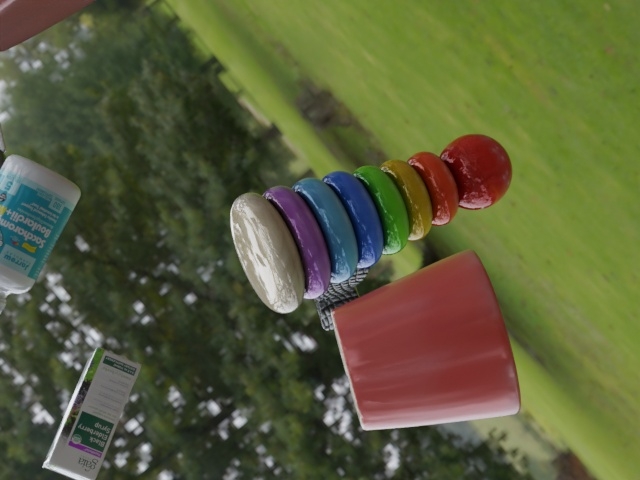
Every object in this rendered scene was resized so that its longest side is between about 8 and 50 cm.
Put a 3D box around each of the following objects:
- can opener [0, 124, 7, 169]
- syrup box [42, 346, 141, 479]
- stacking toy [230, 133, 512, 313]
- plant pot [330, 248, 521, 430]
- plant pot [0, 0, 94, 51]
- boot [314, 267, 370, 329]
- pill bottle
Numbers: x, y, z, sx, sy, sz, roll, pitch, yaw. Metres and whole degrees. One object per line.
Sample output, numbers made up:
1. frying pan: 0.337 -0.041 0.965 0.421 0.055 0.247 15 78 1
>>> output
1. can opener: -0.628 -0.134 2.193 0.093 0.074 0.280 62 -179 -45
2. syrup box: -0.432 0.332 2.144 0.093 0.237 0.096 25 157 -13
3. stacking toy: 0.069 -0.040 1.291 0.141 0.330 0.141 54 157 35
4. plant pot: 0.155 0.170 1.766 0.275 0.243 0.275 165 90 -89
5. plant pot: -0.309 -0.312 1.035 0.267 0.235 0.267 47 -164 -2
6. boot: 0.000 0.000 2.051 0.338 0.118 0.223 96 157 -59
7. pill bottle: -0.543 -0.007 1.998 0.146 0.264 0.146 25 173 3
